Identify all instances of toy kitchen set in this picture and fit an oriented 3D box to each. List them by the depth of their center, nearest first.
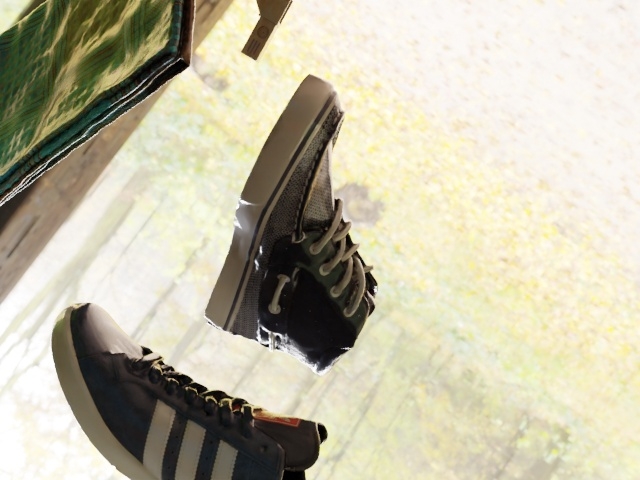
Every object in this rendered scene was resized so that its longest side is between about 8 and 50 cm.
[{"bbox_3d":[-0.081,-0.230,0.837,0.083,0.075,0.068,30,-173,-3],"label":"toy kitchen set"}]

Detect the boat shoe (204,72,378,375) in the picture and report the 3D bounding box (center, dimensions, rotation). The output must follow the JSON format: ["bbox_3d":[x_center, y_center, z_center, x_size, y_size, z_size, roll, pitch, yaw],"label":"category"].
[{"bbox_3d":[0.000,0.000,0.830,0.158,0.127,0.341,27,140,2],"label":"boat shoe"}]

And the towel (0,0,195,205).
[{"bbox_3d":[-0.263,-0.200,0.906,0.040,0.370,0.272,30,-134,-41],"label":"towel"}]

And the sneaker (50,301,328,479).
[{"bbox_3d":[-0.084,0.170,0.743,0.350,0.148,0.131,50,-170,2],"label":"sneaker"}]
